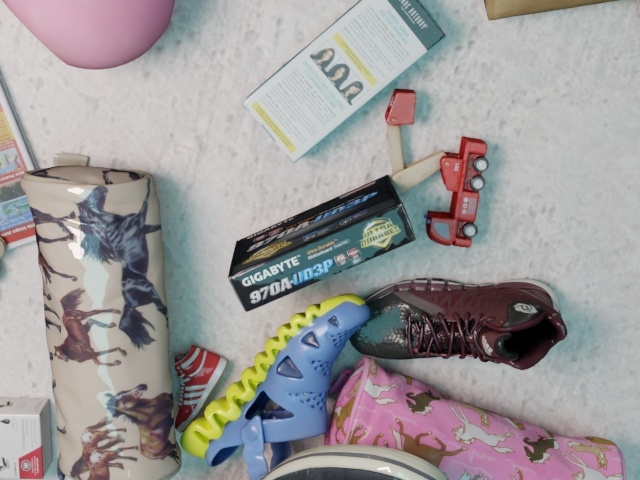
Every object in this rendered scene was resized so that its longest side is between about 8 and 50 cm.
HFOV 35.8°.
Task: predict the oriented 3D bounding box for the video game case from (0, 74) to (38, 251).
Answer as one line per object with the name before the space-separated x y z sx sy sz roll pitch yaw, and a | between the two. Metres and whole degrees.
video game case | -0.476 -0.112 1.255 0.204 0.025 0.285 -18 103 3

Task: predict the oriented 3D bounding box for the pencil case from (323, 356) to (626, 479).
pencil case | 0.193 0.279 1.291 0.386 0.167 0.160 19 82 -5

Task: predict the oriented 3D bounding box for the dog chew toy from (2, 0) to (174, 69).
dog chew toy | -0.204 -0.351 1.120 0.332 0.206 0.206 -43 101 0

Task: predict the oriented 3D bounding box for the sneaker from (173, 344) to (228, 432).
sneaker | -0.181 0.196 1.328 0.067 0.042 0.118 30 94 -12

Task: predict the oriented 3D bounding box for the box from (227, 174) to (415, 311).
box | 0.000 0.000 1.214 0.220 0.175 0.051 -23 104 5

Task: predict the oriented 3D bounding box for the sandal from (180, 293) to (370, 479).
sandal | -0.035 0.200 1.276 0.138 0.126 0.317 45 109 16

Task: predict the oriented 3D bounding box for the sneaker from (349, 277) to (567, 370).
sneaker | 0.176 0.111 1.251 0.282 0.162 0.106 -9 104 1

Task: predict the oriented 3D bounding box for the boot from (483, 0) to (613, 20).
boot | 0.332 -0.294 1.197 0.270 0.089 0.236 -6 94 0

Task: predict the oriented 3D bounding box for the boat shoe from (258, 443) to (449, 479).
boat shoe | -0.050 0.383 1.221 0.500 0.156 0.187 -27 128 31

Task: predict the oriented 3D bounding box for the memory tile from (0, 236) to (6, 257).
memory tile | -0.473 0.043 1.277 0.113 0.012 0.148 16 116 -15

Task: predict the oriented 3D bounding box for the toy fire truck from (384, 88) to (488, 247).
toy fire truck | 0.141 -0.090 1.260 0.135 0.047 0.192 7 105 -2

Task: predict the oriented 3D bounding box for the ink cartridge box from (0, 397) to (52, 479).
ink cartridge box | -0.437 0.266 1.333 0.135 0.056 0.099 1 105 -2

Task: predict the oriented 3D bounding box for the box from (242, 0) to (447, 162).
box | 0.028 -0.213 1.220 0.244 0.060 0.100 -39 102 8

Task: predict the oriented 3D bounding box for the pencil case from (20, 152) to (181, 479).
pencil case | -0.271 0.097 1.235 0.160 0.184 0.410 -12 103 -35
